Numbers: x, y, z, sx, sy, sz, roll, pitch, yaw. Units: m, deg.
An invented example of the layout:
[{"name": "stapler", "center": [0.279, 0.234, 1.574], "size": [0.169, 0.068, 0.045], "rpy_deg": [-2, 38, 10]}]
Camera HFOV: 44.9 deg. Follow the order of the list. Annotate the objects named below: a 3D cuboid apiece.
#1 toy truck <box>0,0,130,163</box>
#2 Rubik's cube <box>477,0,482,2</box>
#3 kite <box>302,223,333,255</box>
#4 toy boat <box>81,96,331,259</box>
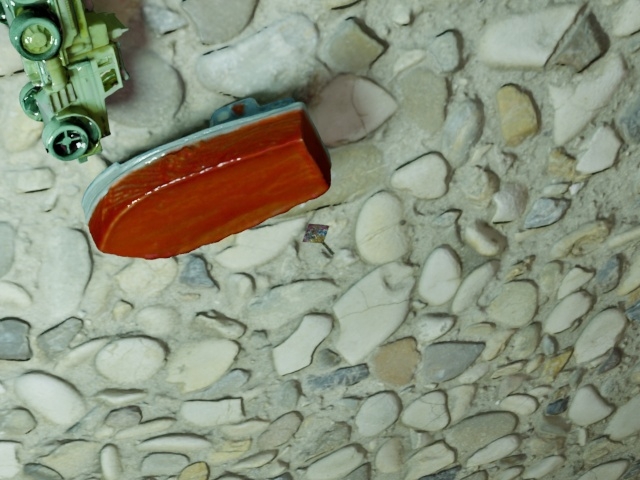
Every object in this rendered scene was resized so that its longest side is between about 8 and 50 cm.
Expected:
[{"name": "toy truck", "center": [-0.266, -0.215, 0.823], "size": [0.135, 0.128, 0.259], "rpy_deg": [-20, 135, -25]}, {"name": "Rubik's cube", "center": [0.130, -0.417, 0.744], "size": [0.221, 0.224, 0.231], "rpy_deg": [31, 113, -38]}, {"name": "kite", "center": [0.004, -0.004, 1.200], "size": [0.078, 0.002, 0.044], "rpy_deg": [25, 115, -36]}, {"name": "toy boat", "center": [-0.157, -0.084, 0.987], "size": [0.332, 0.133, 0.145], "rpy_deg": [-21, 140, 9]}]
